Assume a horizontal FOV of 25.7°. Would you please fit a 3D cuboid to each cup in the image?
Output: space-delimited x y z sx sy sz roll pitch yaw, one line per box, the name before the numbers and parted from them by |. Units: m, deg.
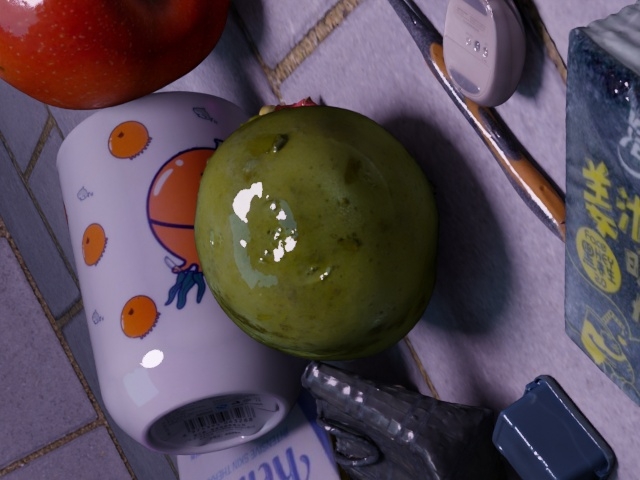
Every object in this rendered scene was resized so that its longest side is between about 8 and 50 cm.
cup | -0.135 0.041 1.400 0.212 0.212 0.317 101 157 -60

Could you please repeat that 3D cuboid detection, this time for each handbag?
handbag | 0.079 0.200 1.280 0.175 0.089 0.270 21 154 26

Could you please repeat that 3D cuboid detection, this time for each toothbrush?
toothbrush | 0.099 -0.120 1.052 0.321 0.023 0.031 55 166 24

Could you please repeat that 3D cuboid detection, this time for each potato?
potato | -0.003 0.000 1.183 0.216 0.215 0.304 59 167 9

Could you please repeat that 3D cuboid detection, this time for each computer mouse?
computer mouse | 0.117 -0.138 0.964 0.066 0.039 0.096 45 146 40

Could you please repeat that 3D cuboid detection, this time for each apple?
apple | -0.211 -0.247 1.323 0.216 0.260 0.260 9 125 51

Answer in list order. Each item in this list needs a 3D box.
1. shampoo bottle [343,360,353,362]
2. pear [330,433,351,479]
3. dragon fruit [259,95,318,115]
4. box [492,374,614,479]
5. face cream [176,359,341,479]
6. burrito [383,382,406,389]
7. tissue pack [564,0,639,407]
shampoo bottle | 0.019 0.074 1.469 0.072 0.043 0.099 49 155 33
pear | 0.009 0.239 1.547 0.149 0.162 0.149 36 139 40
dragon fruit | -0.032 -0.083 1.336 0.116 0.081 0.086 129 136 -56
box | 0.188 0.170 1.156 0.099 0.054 0.074 52 159 27
face cream | -0.083 0.160 1.518 0.234 0.137 0.420 -36 50 31
burrito | 0.138 0.315 1.432 0.392 0.076 0.117 61 157 4
tissue pack | 0.224 0.008 0.817 0.185 0.081 0.257 44 153 40
